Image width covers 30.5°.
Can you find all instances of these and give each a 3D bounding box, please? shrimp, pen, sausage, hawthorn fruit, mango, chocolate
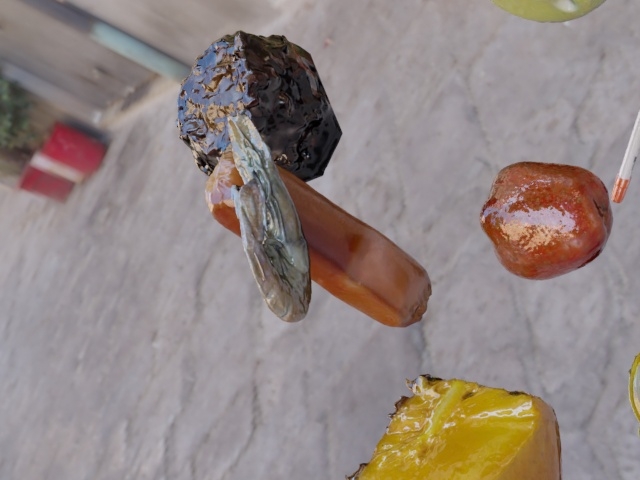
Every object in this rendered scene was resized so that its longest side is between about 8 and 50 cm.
[{"bbox_3d":[-0.058,-0.023,1.183,0.047,0.223,0.126,-19,-1,19],"label":"shrimp"},{"bbox_3d":[0.596,-0.167,2.250,0.028,0.028,0.239,-89,3,-47],"label":"pen"},{"bbox_3d":[0.000,0.000,1.327,0.083,0.300,0.089,-36,26,45],"label":"sausage"},{"bbox_3d":[0.248,-0.023,1.266,0.138,0.133,0.133,7,70,38],"label":"hawthorn fruit"},{"bbox_3d":[0.082,0.203,0.786,0.126,0.154,0.252,5,57,35],"label":"mango"},{"bbox_3d":[-0.101,-0.176,1.520,0.206,0.224,0.177,-22,-7,5],"label":"chocolate"}]

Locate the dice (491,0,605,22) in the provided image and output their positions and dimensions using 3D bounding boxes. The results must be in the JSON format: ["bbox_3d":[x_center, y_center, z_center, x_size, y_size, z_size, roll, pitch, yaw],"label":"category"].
[{"bbox_3d":[0.322,-0.423,1.677,0.166,0.169,0.169,7,70,40],"label":"dice"}]

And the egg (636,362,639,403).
[{"bbox_3d":[0.527,0.216,1.623,0.164,0.201,0.164,-48,9,10],"label":"egg"}]

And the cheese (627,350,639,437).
[{"bbox_3d":[0.578,0.205,1.891,0.270,0.177,0.069,-64,17,-16],"label":"cheese"}]
